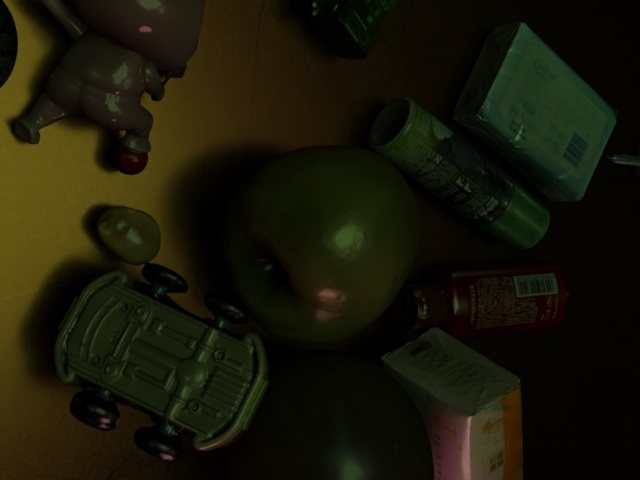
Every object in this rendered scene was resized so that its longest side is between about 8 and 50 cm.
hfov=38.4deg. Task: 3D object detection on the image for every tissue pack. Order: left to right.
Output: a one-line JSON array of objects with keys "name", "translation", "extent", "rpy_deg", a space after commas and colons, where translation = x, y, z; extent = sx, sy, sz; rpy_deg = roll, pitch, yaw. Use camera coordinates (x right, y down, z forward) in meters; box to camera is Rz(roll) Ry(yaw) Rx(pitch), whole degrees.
[{"name": "tissue pack", "translation": [0.194, 0.272, 1.343], "extent": [0.124, 0.185, 0.225], "rpy_deg": [-26, 127, -27]}, {"name": "tissue pack", "translation": [0.346, -0.202, 1.477], "extent": [0.263, 0.089, 0.177], "rpy_deg": [32, 77, -28]}]

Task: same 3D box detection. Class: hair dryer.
[{"name": "hair dryer", "translation": [0.555, -0.150, 1.647], "extent": [0.114, 0.037, 0.063], "rpy_deg": [3, 92, -25]}]

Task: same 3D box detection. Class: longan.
[{"name": "longan", "translation": [0.020, 0.303, 1.229], "extent": [0.288, 0.288, 0.350], "rpy_deg": [-39, 126, -23]}]

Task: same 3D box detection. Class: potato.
[{"name": "potato", "translation": [-0.238, -0.008, 1.146], "extent": [0.083, 0.062, 0.068], "rpy_deg": [49, 38, -50]}]

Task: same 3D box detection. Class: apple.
[{"name": "apple", "translation": [0.000, 0.000, 1.195], "extent": [0.262, 0.262, 0.262], "rpy_deg": [-4, 98, -32]}]

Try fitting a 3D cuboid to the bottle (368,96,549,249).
[{"name": "bottle", "translation": [0.218, -0.094, 1.404], "extent": [0.330, 0.093, 0.093], "rpy_deg": [32, 78, -31]}]

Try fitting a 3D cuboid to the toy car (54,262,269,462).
[{"name": "toy car", "translation": [-0.184, 0.155, 1.132], "extent": [0.247, 0.198, 0.204], "rpy_deg": [25, 78, 7]}]

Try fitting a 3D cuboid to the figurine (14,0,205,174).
[{"name": "figurine", "translation": [-0.238, -0.229, 1.090], "extent": [0.288, 0.176, 0.186], "rpy_deg": [-69, 165, 11]}]

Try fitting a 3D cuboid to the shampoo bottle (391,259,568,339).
[{"name": "shampoo bottle", "translation": [0.257, 0.096, 1.460], "extent": [0.314, 0.076, 0.118], "rpy_deg": [-3, 98, -31]}]

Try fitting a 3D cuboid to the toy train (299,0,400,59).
[{"name": "toy train", "translation": [0.064, -0.372, 1.282], "extent": [0.225, 0.090, 0.137], "rpy_deg": [-53, 126, -16]}]

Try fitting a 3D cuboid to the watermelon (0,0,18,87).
[{"name": "watermelon", "translation": [-0.383, -0.205, 0.957], "extent": [0.140, 0.187, 0.141], "rpy_deg": [-10, 110, -27]}]
